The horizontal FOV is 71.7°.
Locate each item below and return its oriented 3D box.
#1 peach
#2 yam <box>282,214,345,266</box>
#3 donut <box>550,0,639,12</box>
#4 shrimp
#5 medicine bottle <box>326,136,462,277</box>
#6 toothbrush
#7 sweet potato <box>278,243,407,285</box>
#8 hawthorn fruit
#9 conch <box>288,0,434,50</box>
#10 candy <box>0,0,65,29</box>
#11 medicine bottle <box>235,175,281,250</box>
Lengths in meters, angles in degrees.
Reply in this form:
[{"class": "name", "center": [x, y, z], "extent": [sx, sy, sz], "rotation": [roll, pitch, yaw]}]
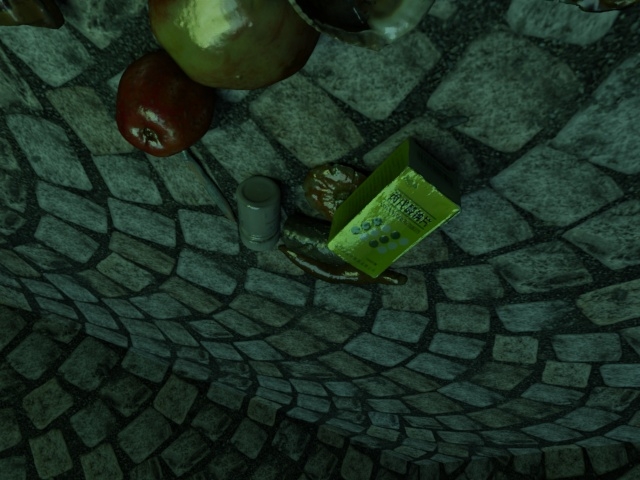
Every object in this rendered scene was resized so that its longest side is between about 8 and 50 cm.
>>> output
[{"class": "peach", "center": [-0.128, -0.322, 0.627], "extent": [0.256, 0.233, 0.232], "rotation": [-10, 137, 43]}, {"class": "yam", "center": [0.000, 0.000, 1.088], "extent": [0.183, 0.107, 0.107], "rotation": [18, 144, 7]}, {"class": "donut", "center": [0.333, -0.392, 0.468], "extent": [0.271, 0.107, 0.272], "rotation": [10, 148, 6]}, {"class": "shrimp", "center": [0.095, -0.071, 0.997], "extent": [0.294, 0.062, 0.154], "rotation": [31, 135, -17]}, {"class": "medicine bottle", "center": [0.142, -0.058, 0.880], "extent": [0.137, 0.141, 0.250], "rotation": [36, 124, -14]}, {"class": "toothbrush", "center": [-0.290, -0.167, 1.036], "extent": [0.028, 0.037, 0.375], "rotation": [0, 143, 25]}, {"class": "sweet potato", "center": [0.056, 0.077, 1.168], "extent": [0.345, 0.080, 0.108], "rotation": [12, 170, 14]}, {"class": "hawthorn fruit", "center": [-0.287, -0.244, 0.817], "extent": [0.189, 0.189, 0.189], "rotation": [10, 143, 8]}, {"class": "conch", "center": [0.041, -0.361, 0.494], "extent": [0.323, 0.186, 0.264], "rotation": [-5, 121, -27]}, {"class": "candy", "center": [-0.584, -0.429, 0.755], "extent": [0.271, 0.101, 0.143], "rotation": [9, 149, 19]}, {"class": "medicine bottle", "center": [-0.146, -0.063, 1.056], "extent": [0.104, 0.105, 0.168], "rotation": [13, 142, 4]}]
